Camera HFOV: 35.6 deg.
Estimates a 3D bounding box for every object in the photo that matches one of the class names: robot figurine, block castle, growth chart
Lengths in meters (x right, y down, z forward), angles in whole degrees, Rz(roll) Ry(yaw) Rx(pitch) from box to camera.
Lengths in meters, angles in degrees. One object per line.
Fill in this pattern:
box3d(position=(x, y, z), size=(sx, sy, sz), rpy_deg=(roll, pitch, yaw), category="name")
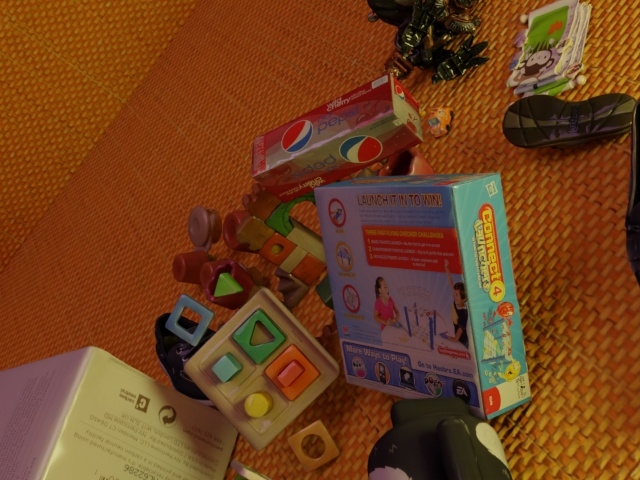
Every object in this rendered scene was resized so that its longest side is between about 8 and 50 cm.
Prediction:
box3d(position=(0.146, 0.316, 1.176), size=(0.174, 0.209, 0.278), rpy_deg=(-31, 40, 18), category="robot figurine")
box3d(position=(0.000, 0.000, 1.669), size=(0.453, 0.213, 0.303), rpy_deg=(-49, 30, 11), category="block castle")
box3d(position=(0.373, -0.312, 1.637), size=(0.172, 0.021, 0.237), rpy_deg=(-23, 42, 45), category="growth chart")

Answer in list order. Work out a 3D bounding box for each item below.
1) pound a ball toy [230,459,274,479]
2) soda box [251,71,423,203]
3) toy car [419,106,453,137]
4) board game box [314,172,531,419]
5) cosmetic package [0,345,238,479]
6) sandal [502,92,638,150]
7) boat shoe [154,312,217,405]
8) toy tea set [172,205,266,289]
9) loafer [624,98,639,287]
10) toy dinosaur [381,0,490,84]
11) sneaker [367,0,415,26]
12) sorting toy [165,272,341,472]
box3d(position=(-0.113, 0.438, 1.420), size=(0.208, 0.136, 0.319), rpy_deg=(-60, 2, -13), category="pound a ball toy")
box3d(position=(0.023, -0.154, 1.541), size=(0.263, 0.092, 0.083), rpy_deg=(-22, 52, 27), category="soda box")
box3d(position=(0.187, -0.217, 1.788), size=(0.122, 0.041, 0.060), rpy_deg=(10, 68, 57), category="toy car")
box3d(position=(0.131, 0.065, 1.363), size=(0.308, 0.086, 0.301), rpy_deg=(4, 106, 56), category="board game box")
box3d(position=(-0.418, 0.417, 1.737), size=(0.394, 0.329, 0.327), rpy_deg=(-18, 47, 46), category="cosmetic package")
box3d(position=(0.370, -0.171, 1.471), size=(0.219, 0.060, 0.089), rpy_deg=(-3, 63, 37), category="sandal")
box3d(position=(-0.232, 0.208, 1.860), size=(0.127, 0.113, 0.340), rpy_deg=(-18, 17, -17), category="boat shoe")
box3d(position=(-0.180, 0.024, 2.043), size=(0.336, 0.124, 0.199), rpy_deg=(10, 98, 54), category="toy tea set")
box3d(position=(0.416, -0.049, 1.234), size=(0.109, 0.095, 0.302), rpy_deg=(-23, 42, 41), category="loafer")
box3d(position=(0.206, -0.368, 1.854), size=(0.218, 0.164, 0.321), rpy_deg=(-125, 54, -74), category="toy dinosaur")
box3d(position=(0.208, -0.515, 1.995), size=(0.269, 0.153, 0.101), rpy_deg=(-15, 56, 0), category="sneaker")
box3d(position=(-0.093, 0.200, 1.520), size=(0.196, 0.347, 0.047), rpy_deg=(-46, -9, 11), category="sorting toy")
